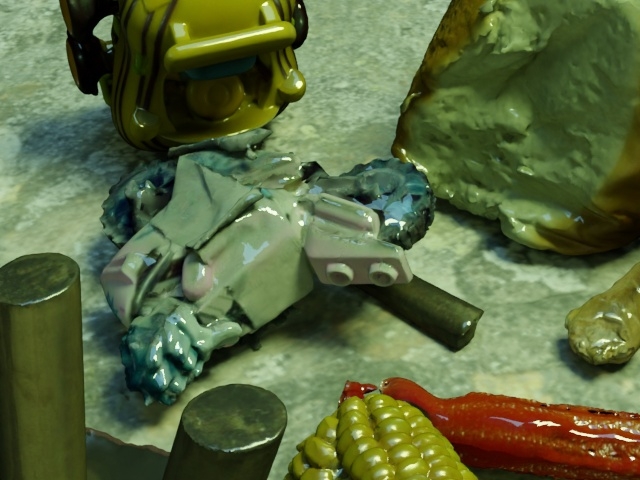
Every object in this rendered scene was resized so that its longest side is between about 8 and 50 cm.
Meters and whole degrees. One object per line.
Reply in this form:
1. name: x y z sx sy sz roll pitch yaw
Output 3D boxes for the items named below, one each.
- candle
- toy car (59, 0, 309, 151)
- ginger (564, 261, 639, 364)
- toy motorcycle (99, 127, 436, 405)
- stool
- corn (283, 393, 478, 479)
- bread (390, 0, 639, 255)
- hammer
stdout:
1. candle: 0.169 0.121 0.705 0.329 0.048 0.051 6 30 10
2. toy car: -0.090 -0.144 0.942 0.201 0.248 0.142 -15 73 -12
3. ginger: 0.242 0.038 0.799 0.165 0.067 0.096 -40 56 -16
4. toy motorcycle: -0.055 0.027 0.795 0.239 0.108 0.204 -11 45 34
5. stool: -0.140 0.152 0.573 0.272 0.178 0.272 -1 36 1
6. corn: 0.070 0.193 0.575 0.102 0.102 0.313 -16 40 -17
7. bread: 0.208 -0.144 0.881 0.225 0.279 0.250 31 48 17
8. hammer: 0.000 -0.001 0.893 0.297 0.027 0.125 30 47 34
